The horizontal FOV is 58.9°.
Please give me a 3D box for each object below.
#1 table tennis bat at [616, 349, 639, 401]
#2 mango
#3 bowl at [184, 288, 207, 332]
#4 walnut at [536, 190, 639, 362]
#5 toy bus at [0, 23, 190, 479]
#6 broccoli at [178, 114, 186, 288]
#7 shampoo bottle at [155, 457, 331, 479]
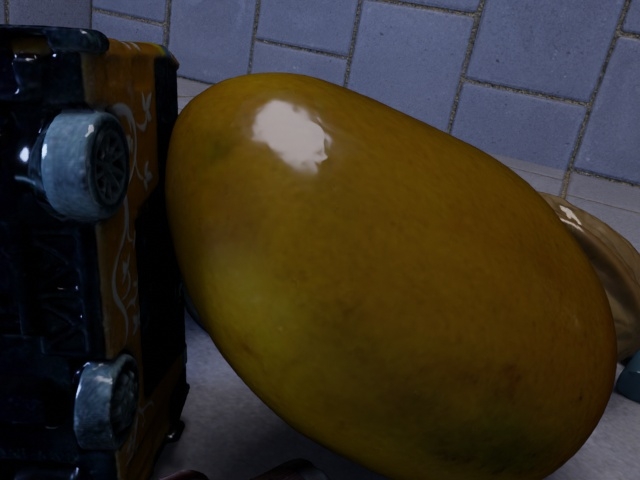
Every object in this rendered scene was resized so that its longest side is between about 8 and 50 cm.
[{"bbox_3d":[0.482,0.150,0.810,0.215,0.044,0.329,26,23,33],"label":"table tennis bat"},{"bbox_3d":[0.072,0.037,0.470,0.446,0.232,0.299,36,51,-30],"label":"mango"},{"bbox_3d":[0.000,0.000,0.757,0.354,0.185,0.354,9,20,-3],"label":"bowl"},{"bbox_3d":[0.283,0.056,0.719,0.225,0.224,0.261,-11,34,-45],"label":"walnut"},{"bbox_3d":[-0.187,0.021,0.400,0.162,0.323,0.194,3,18,2],"label":"toy bus"},{"bbox_3d":[-0.230,-0.068,0.629,0.303,0.186,0.254,10,54,22],"label":"broccoli"},{"bbox_3d":[-0.122,0.205,0.288,0.323,0.084,0.129,-7,43,-42],"label":"shampoo bottle"}]
